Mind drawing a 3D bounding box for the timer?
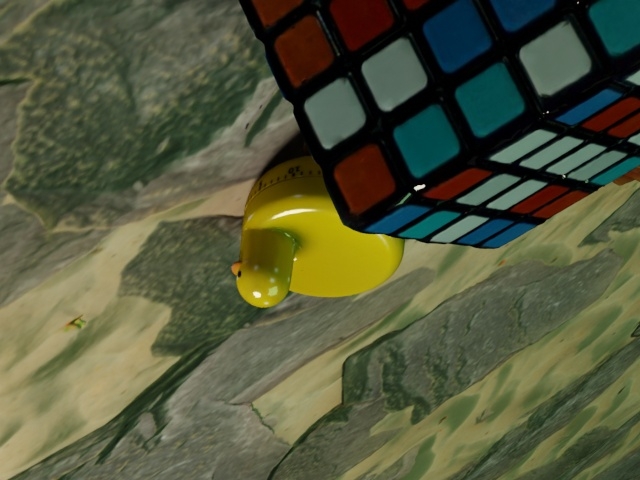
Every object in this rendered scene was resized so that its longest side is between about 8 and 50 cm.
[{"bbox_3d":[0.000,0.000,1.050,0.107,0.109,0.107,4,143,3],"label":"timer"}]

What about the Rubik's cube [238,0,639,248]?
[{"bbox_3d":[0.086,-0.116,0.819,0.187,0.182,0.184,-32,164,26],"label":"Rubik's cube"}]

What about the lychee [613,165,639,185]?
[{"bbox_3d":[0.175,-0.122,1.022,0.188,0.188,0.188,-34,157,-16],"label":"lychee"}]
